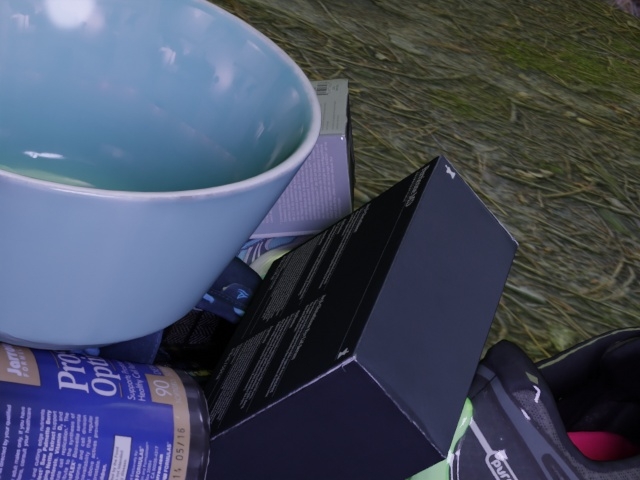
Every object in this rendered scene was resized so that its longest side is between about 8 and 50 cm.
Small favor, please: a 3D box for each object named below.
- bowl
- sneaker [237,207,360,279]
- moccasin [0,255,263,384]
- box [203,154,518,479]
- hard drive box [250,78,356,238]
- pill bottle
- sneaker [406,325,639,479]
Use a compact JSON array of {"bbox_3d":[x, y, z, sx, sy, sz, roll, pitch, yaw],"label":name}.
[{"bbox_3d":[-0.170,-0.046,1.118,0.311,0.163,0.311,13,31,-8],"label":"bowl"},{"bbox_3d":[0.000,0.000,1.565,0.122,0.110,0.283,32,25,26],"label":"sneaker"},{"bbox_3d":[-0.150,0.051,1.288,0.342,0.138,0.117,-2,39,-43],"label":"moccasin"},{"bbox_3d":[0.022,0.077,1.244,0.103,0.184,0.261,46,35,-13],"label":"box"},{"bbox_3d":[-0.087,-0.069,1.516,0.232,0.089,0.181,-3,20,4],"label":"hard drive box"},{"bbox_3d":[-0.191,0.127,1.105,0.219,0.123,0.123,11,27,-27],"label":"pill bottle"},{"bbox_3d":[0.273,0.176,1.313,0.482,0.202,0.185,10,28,-39],"label":"sneaker"}]
